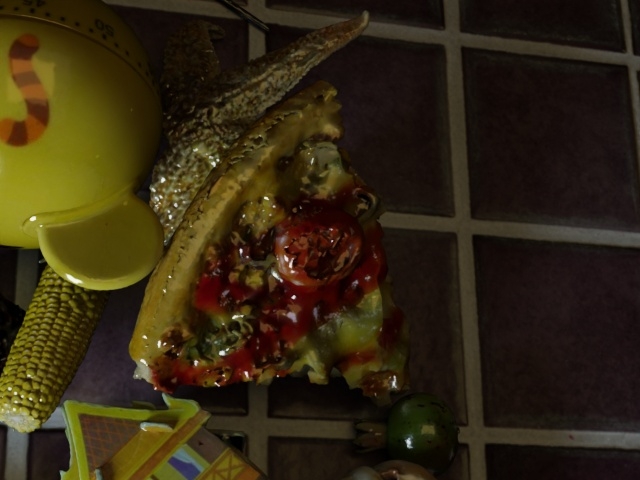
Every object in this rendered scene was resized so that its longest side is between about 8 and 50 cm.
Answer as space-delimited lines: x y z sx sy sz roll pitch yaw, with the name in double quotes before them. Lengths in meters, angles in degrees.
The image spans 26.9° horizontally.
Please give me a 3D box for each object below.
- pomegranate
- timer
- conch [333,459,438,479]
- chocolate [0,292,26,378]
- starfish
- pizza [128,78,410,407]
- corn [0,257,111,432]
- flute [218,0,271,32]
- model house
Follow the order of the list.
"pomegranate" 0.114 0.259 1.769 0.142 0.114 0.114 -4 70 8
"timer" -0.367 -0.118 1.618 0.376 0.376 0.387 10 57 -13
"conch" 0.099 0.363 1.727 0.255 0.127 0.158 37 87 -30
"chocolate" -0.425 0.114 1.642 0.156 0.133 0.156 5 71 -14
"starfish" -0.116 -0.147 1.805 0.384 0.132 0.398 -2 65 -1
"pizza" -0.001 0.059 1.679 0.406 0.130 0.440 38 76 -25
"corn" -0.328 0.116 1.648 0.091 0.091 0.260 -5 48 27
"flute" -0.185 -0.383 1.961 0.269 0.014 0.014 34 65 -2
"model house" -0.237 0.361 1.594 0.313 0.242 0.357 36 65 17
